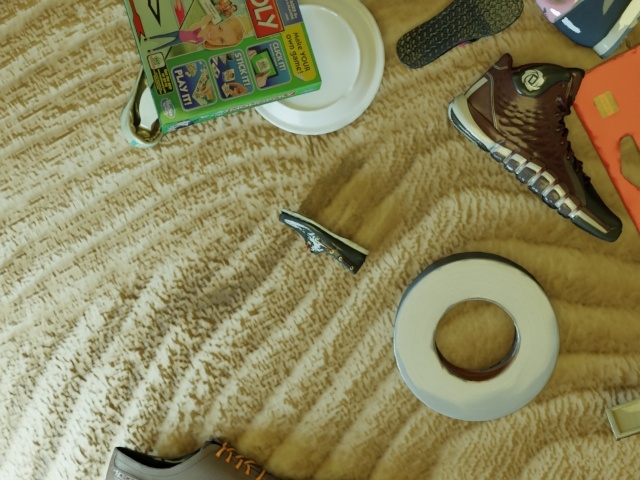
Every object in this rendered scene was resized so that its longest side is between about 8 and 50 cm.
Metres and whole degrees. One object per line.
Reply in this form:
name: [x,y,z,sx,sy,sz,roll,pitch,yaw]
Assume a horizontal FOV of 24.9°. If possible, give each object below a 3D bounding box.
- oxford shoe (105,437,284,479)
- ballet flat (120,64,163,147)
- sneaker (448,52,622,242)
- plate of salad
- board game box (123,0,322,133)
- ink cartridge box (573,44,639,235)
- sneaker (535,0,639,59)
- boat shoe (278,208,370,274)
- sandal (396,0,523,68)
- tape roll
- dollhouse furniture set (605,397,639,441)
oxford shoe: [-0.116,0.338,1.954,0.364,0.130,0.132,0,91,3]
ballet flat: [-0.197,-0.235,1.903,0.086,0.086,0.248,21,98,0]
sneaker: [0.316,-0.135,1.876,0.281,0.106,0.162,40,95,-2]
plate of salad: [-0.011,-0.240,1.909,0.200,0.048,0.200,1,96,14]
board game box: [-0.145,-0.318,1.853,0.213,0.046,0.317,-17,83,-7]
ink cartridge box: [0.499,-0.137,1.883,0.261,0.066,0.296,-28,95,5]
sneaker: [0.394,-0.396,1.832,0.131,0.112,0.319,29,97,-4]
boat shoe: [0.000,0.000,1.938,0.133,0.049,0.042,30,90,-5]
sandal: [0.182,-0.284,1.901,0.179,0.040,0.067,-25,90,21]
tape roll: [0.207,0.127,1.932,0.219,0.072,0.219,1,98,4]
dollhouse furniture set: [0.454,0.167,1.931,0.182,0.101,0.161,-19,71,6]
